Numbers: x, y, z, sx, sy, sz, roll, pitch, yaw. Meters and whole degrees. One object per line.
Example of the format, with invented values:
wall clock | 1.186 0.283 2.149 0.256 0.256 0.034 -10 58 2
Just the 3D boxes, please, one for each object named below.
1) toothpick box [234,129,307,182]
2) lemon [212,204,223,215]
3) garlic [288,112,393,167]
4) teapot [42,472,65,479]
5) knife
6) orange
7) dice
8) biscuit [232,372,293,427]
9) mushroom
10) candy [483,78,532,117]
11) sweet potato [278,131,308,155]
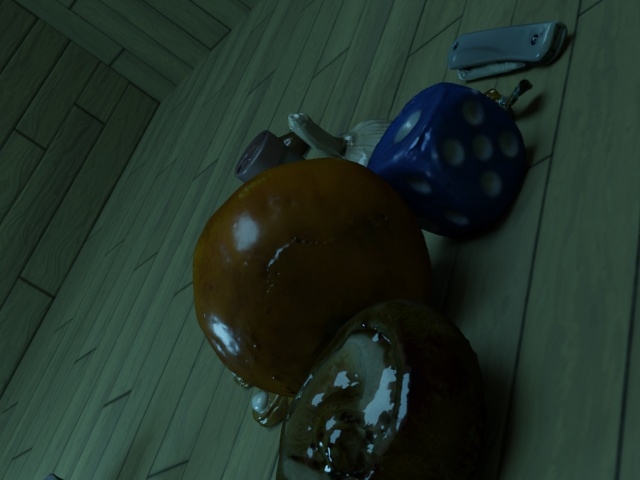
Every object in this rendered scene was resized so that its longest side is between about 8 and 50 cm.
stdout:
toothpick box | -0.061 -0.111 1.650 0.098 0.149 0.098 -46 23 25
lemon | -0.133 -0.002 1.652 0.142 0.142 0.187 -63 9 -20
garlic | 0.026 -0.105 1.337 0.199 0.226 0.199 -34 37 31
teapot | -0.466 0.488 1.607 0.178 0.163 0.221 -47 7 -18
knife | 0.257 -0.266 1.343 0.073 0.040 0.265 -68 21 -3
orange | -0.011 0.043 1.102 0.284 0.284 0.226 -52 34 8
dice | 0.151 -0.095 1.157 0.146 0.146 0.143 -15 42 61
biscuit | -0.037 0.154 1.334 0.216 0.047 0.339 -56 20 1
mushroom | 0.055 0.181 0.929 0.253 0.153 0.253 -45 25 28
candy | 0.219 -0.163 1.257 0.182 0.046 0.053 -33 33 56
sweet potato | -0.096 -0.160 1.929 0.226 0.068 0.068 -41 24 35
